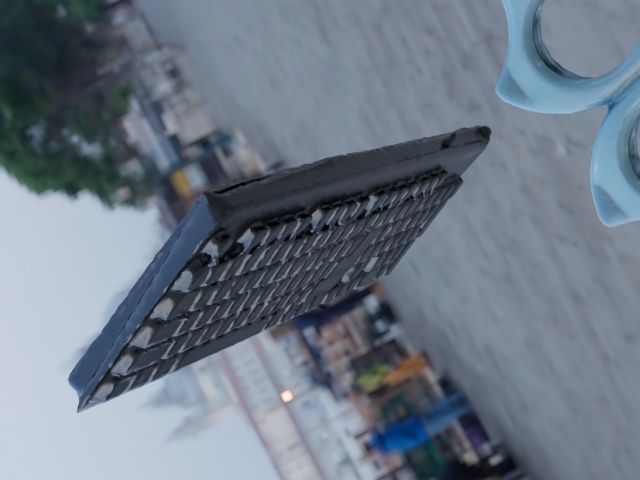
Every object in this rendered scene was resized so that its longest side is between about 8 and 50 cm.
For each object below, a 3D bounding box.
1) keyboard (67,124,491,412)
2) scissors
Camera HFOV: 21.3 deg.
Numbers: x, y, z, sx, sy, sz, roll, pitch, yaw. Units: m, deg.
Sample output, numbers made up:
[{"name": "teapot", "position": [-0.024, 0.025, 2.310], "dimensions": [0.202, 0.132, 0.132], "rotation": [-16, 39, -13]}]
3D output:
[{"name": "keyboard", "position": [0.000, 0.000, 0.575], "dimensions": [0.017, 0.087, 0.250], "rotation": [43, -160, 12]}, {"name": "scissors", "position": [0.260, -0.163, 0.945], "dimensions": [0.191, 0.360, 0.029], "rotation": [51, -161, 9]}]
